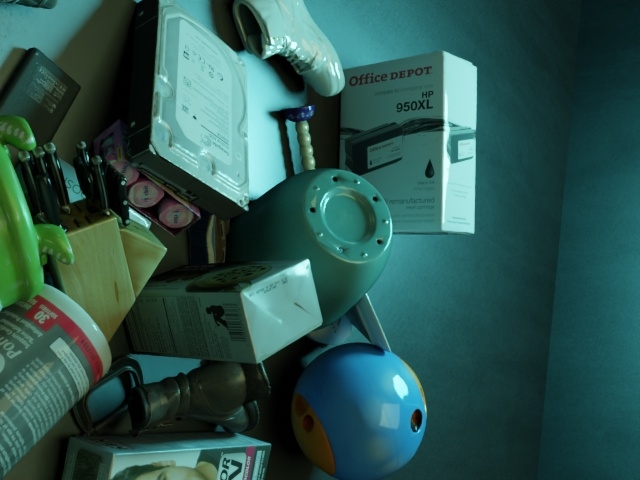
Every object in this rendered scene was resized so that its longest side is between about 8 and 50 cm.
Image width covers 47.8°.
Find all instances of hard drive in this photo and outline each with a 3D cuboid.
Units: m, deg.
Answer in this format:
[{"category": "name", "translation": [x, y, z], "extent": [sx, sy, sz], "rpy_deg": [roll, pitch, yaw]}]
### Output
[{"category": "hard drive", "translation": [-0.424, -0.204, 1.076], "extent": [0.094, 0.022, 0.135], "rpy_deg": [45, 56, -44]}, {"category": "hard drive", "translation": [-0.216, -0.229, 1.228], "extent": [0.237, 0.064, 0.339], "rpy_deg": [34, 45, -47]}]

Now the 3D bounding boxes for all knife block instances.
[{"category": "knife block", "translation": [-0.358, 0.007, 1.029], "extent": [0.242, 0.088, 0.276], "rpy_deg": [30, 95, -44]}]

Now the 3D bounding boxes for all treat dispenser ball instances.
[{"category": "treat dispenser ball", "translation": [0.080, 0.361, 1.527], "extent": [0.288, 0.288, 0.288], "rpy_deg": [-1, 91, -53]}]

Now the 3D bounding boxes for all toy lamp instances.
[{"category": "toy lamp", "translation": [-0.022, -0.151, 1.561], "extent": [0.080, 0.080, 0.275], "rpy_deg": [-24, 110, -50]}]

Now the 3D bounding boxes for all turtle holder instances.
[{"category": "turtle holder", "translation": [-0.459, -0.056, 0.858], "extent": [0.227, 0.243, 0.321], "rpy_deg": [-22, 120, -30]}]

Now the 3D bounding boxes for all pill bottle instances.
[{"category": "pill bottle", "translation": [-0.440, 0.213, 0.932], "extent": [0.318, 0.176, 0.176], "rpy_deg": [-49, 127, -41]}]

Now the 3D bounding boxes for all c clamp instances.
[{"category": "c clamp", "translation": [-0.346, 0.272, 1.185], "extent": [0.160, 0.022, 0.137], "rpy_deg": [-40, 120, -43]}]

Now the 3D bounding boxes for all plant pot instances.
[{"category": "plant pot", "translation": [0.000, 0.000, 1.363], "extent": [0.292, 0.235, 0.293], "rpy_deg": [12, 63, -25]}]

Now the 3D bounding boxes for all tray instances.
[{"category": "tray", "translation": [0.085, 0.157, 1.591], "extent": [0.030, 0.270, 0.145], "rpy_deg": [-25, 99, -6]}]

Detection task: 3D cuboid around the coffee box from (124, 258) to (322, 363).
[{"category": "coffee box", "translation": [-0.170, 0.112, 1.188], "extent": [0.168, 0.297, 0.119], "rpy_deg": [-24, 106, -49]}]

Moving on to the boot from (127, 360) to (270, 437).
[{"category": "boot", "translation": [-0.219, 0.275, 1.229], "extent": [0.222, 0.338, 0.118], "rpy_deg": [-14, 64, -18]}]

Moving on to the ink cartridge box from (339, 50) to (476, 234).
[{"category": "ink cartridge box", "translation": [0.199, -0.212, 1.679], "extent": [0.166, 0.285, 0.395], "rpy_deg": [4, 87, -52]}]

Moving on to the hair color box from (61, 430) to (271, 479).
[{"category": "hair color box", "translation": [-0.254, 0.428, 1.214], "extent": [0.374, 0.113, 0.186], "rpy_deg": [18, 80, -53]}]

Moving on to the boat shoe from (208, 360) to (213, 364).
[{"category": "boat shoe", "translation": [-0.194, 0.230, 1.374], "extent": [0.100, 0.035, 0.035], "rpy_deg": [-55, 134, -28]}]

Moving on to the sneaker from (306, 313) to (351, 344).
[{"category": "sneaker", "translation": [0.010, 0.151, 1.571], "extent": [0.290, 0.123, 0.106], "rpy_deg": [44, 55, -45]}]

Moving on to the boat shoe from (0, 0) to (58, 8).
[{"category": "boat shoe", "translation": [-0.412, -0.499, 1.034], "extent": [0.119, 0.121, 0.336], "rpy_deg": [4, 98, -60]}]

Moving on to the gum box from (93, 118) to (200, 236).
[{"category": "gum box", "translation": [-0.287, -0.103, 1.182], "extent": [0.188, 0.062, 0.107], "rpy_deg": [42, 19, -44]}]

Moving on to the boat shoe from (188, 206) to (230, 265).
[{"category": "boat shoe", "translation": [-0.206, -0.029, 1.339], "extent": [0.066, 0.066, 0.183], "rpy_deg": [-12, 109, -57]}]

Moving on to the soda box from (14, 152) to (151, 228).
[{"category": "soda box", "translation": [-0.369, -0.049, 1.113], "extent": [0.216, 0.069, 0.074], "rpy_deg": [41, 59, -44]}]

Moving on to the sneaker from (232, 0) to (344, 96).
[{"category": "sneaker", "translation": [-0.072, -0.390, 1.480], "extent": [0.293, 0.108, 0.169], "rpy_deg": [56, 50, -24]}]
